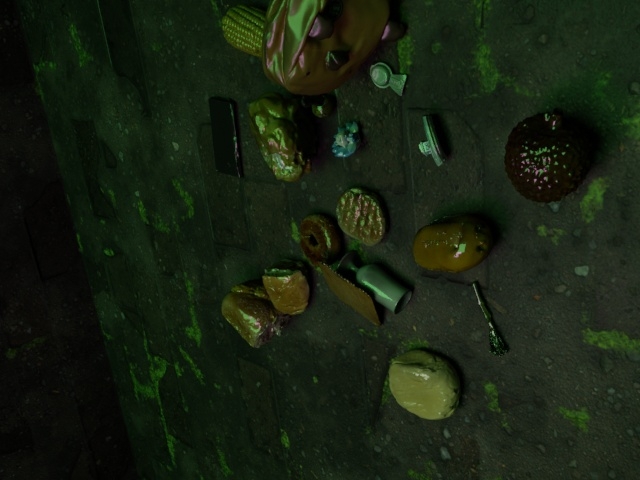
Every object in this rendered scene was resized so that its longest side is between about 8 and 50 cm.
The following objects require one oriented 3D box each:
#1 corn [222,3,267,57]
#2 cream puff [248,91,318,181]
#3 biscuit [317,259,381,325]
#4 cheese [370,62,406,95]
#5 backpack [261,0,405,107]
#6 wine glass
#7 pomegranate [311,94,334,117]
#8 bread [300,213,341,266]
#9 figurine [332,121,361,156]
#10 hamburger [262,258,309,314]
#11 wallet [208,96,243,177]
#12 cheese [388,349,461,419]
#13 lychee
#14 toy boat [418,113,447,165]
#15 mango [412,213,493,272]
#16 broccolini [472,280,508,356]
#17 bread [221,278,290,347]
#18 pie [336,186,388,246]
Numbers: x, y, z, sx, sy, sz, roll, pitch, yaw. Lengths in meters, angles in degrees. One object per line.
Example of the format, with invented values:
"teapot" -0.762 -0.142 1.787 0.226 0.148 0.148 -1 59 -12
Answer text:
"corn" -0.151 -0.607 1.872 0.387 0.143 0.144 32 129 33
"cream puff" -0.102 -0.325 1.923 0.282 0.185 0.282 59 167 24
"biscuit" 0.093 0.171 2.002 0.232 0.013 0.237 33 161 30
"cheese" 0.179 -0.442 1.702 0.120 0.026 0.067 35 131 29
"backpack" 0.016 -0.536 1.606 0.201 0.353 0.378 53 138 33
"wine glass" 0.166 0.129 1.930 0.231 0.103 0.103 34 130 26
"pomegranate" 0.007 -0.408 1.863 0.073 0.073 0.085 0 93 45
"bread" 0.000 0.000 2.068 0.193 0.063 0.194 25 124 43
"figurine" 0.069 -0.291 1.844 0.114 0.079 0.115 -9 76 42
"hamburger" -0.108 0.183 2.206 0.155 0.135 0.208 13 120 43
"wallet" -0.344 -0.370 2.260 0.146 0.030 0.286 20 123 42
"cheese" 0.320 0.449 1.920 0.225 0.117 0.214 9 121 38
"lychee" 0.501 -0.190 1.381 0.200 0.200 0.238 32 143 31
"toy boat" 0.290 -0.262 1.650 0.066 0.059 0.140 -16 98 36
"mango" 0.347 0.017 1.664 0.151 0.156 0.248 39 147 -26
"broccolini" 0.465 0.215 1.726 0.042 0.044 0.218 -13 94 63
"bread" -0.227 0.258 2.316 0.246 0.195 0.176 44 141 19
"pie" 0.128 -0.076 1.913 0.195 0.046 0.195 23 125 37
